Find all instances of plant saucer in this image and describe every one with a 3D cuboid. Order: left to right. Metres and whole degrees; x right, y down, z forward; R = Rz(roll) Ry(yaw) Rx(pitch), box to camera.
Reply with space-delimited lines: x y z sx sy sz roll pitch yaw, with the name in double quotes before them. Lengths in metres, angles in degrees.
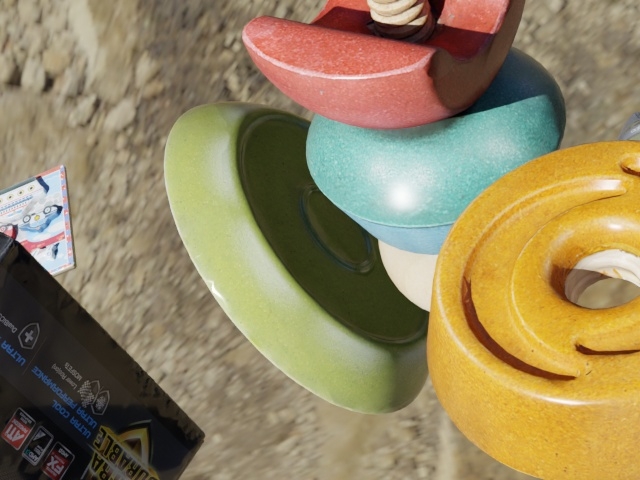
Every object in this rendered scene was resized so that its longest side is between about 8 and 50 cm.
"plant saucer" 0.000 0.000 1.240 0.037 0.241 0.241 -38 89 29

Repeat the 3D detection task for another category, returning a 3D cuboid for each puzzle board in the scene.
"puzzle board" -0.238 0.003 1.373 0.128 0.011 0.096 -22 51 12

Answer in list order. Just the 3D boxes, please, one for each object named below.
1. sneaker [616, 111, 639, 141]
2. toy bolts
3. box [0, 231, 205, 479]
"sneaker" 0.344 -0.080 1.394 0.300 0.111 0.121 -11 45 18
"toy bolts" 0.084 0.002 0.591 0.229 0.158 0.218 19 58 31
"box" -0.232 0.176 1.236 0.073 0.295 0.293 21 70 33
